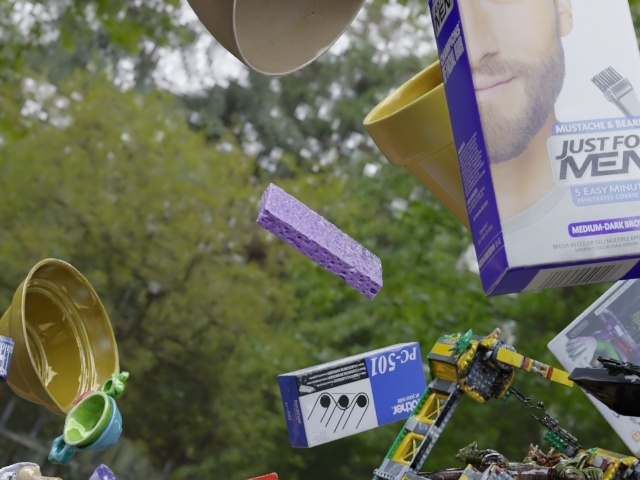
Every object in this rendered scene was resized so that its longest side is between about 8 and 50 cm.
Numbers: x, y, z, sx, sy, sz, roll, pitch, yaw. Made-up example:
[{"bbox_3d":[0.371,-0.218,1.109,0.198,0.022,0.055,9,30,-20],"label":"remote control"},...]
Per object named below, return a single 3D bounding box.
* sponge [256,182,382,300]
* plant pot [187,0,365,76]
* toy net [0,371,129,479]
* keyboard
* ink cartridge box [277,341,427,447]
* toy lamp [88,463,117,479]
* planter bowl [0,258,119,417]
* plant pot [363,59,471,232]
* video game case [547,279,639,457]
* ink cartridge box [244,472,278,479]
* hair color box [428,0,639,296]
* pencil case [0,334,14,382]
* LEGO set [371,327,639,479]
[{"bbox_3d":[0.000,0.000,2.194,0.210,0.031,0.117,34,18,-12],"label":"sponge"},{"bbox_3d":[-0.075,-0.367,1.791,0.191,0.284,0.284,33,-10,27],"label":"plant pot"},{"bbox_3d":[-0.307,0.232,1.661,0.045,0.232,0.122,41,22,-33],"label":"toy net"},{"bbox_3d":[0.303,0.131,1.339,0.108,0.023,0.180,35,-22,-28],"label":"keyboard"},{"bbox_3d":[0.047,0.203,1.974,0.207,0.097,0.046,-12,2,-35],"label":"ink cartridge box"},{"bbox_3d":[-0.116,0.318,1.482,0.274,0.080,0.080,26,-15,3],"label":"toy lamp"},{"bbox_3d":[-0.352,0.139,1.900,0.090,0.217,0.217,-18,-33,19],"label":"planter bowl"},{"bbox_3d":[0.231,-0.150,2.248,0.239,0.254,0.254,56,-23,-10],"label":"plant pot"},{"bbox_3d":[0.370,0.116,1.648,0.022,0.190,0.173,34,16,-53],"label":"video game case"},{"bbox_3d":[-0.122,0.371,1.813,0.179,0.145,0.045,-12,-12,-8],"label":"ink cartridge box"},{"bbox_3d":[0.235,-0.126,1.521,0.185,0.339,0.110,-6,-18,-10],"label":"hair color box"},{"bbox_3d":[-0.462,0.069,1.185,0.410,0.160,0.184,16,35,-30],"label":"pencil case"},{"bbox_3d":[0.214,0.249,1.427,0.331,0.255,0.192,48,-18,-21],"label":"LEGO set"}]
